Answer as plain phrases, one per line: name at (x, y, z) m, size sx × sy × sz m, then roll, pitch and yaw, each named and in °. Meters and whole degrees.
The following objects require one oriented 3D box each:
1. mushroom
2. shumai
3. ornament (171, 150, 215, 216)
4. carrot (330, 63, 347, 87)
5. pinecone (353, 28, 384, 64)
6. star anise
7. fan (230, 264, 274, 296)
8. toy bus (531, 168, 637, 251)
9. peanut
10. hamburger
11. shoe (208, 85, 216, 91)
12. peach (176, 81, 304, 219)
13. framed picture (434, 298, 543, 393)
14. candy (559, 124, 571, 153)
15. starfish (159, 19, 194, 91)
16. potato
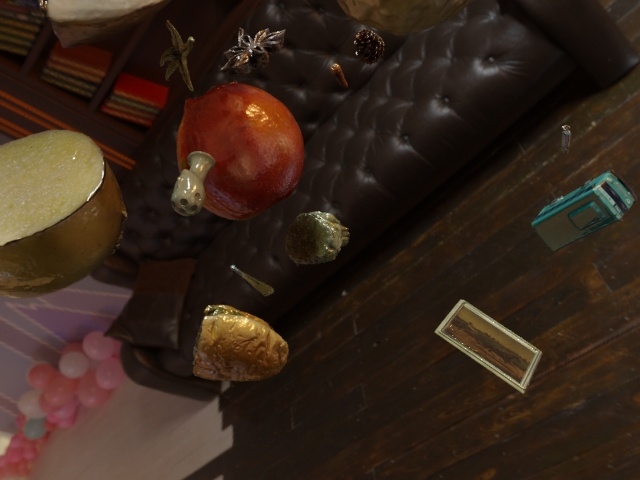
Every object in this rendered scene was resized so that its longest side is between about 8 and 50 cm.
mushroom at (-0.593, -0.696, 1.649) m, size 0.313 × 0.397 × 0.224 m, roll 160°, pitch 95°, yaw -75°
shumai at (-0.005, 0.002, 1.693) m, size 0.184 × 0.142 × 0.184 m, roll -11°, pitch 70°, yaw 33°
ornament at (-0.288, -0.125, 1.260) m, size 0.074 × 0.081 × 0.156 m, roll -11°, pitch 48°, yaw 27°
carrot at (0.071, -0.593, 2.061) m, size 0.037 × 0.190 × 0.037 m, roll -2°, pitch 81°, yaw 14°
pinecone at (0.153, -0.622, 1.793) m, size 0.102 × 0.109 × 0.102 m, roll -13°, pitch 50°, yaw 16°
star anise at (-0.203, -0.568, 1.697) m, size 0.230 × 0.081 × 0.262 m, roll -37°, pitch 38°, yaw 2°
fan at (-0.214, 0.119, 1.711) m, size 0.038 × 0.016 × 0.193 m, roll -31°, pitch 42°, yaw -34°
toy bus at (0.475, -0.051, 1.025) m, size 0.092 × 0.079 × 0.160 m, roll -39°, pitch -1°, yaw -36°
peanut at (0.111, -0.325, 0.669) m, size 0.152 × 0.152 × 0.313 m, roll -35°, pitch 10°, yaw 38°
hamburger at (-0.163, 0.228, 1.197) m, size 0.155 × 0.207 × 0.135 m, roll 119°, pitch 168°, yaw -50°
shoe at (-0.306, -0.395, 1.677) m, size 0.049 × 0.071 × 0.179 m, roll -5°, pitch 45°, yaw 9°
peach at (-0.221, -0.246, 1.535) m, size 0.373 × 0.372 × 0.290 m, roll -57°, pitch 4°, yaw 9°
framed picture at (0.432, 0.258, 1.434) m, size 0.252 × 0.197 × 0.014 m, roll 34°, pitch 125°, yaw 18°
candy at (0.651, -0.269, 1.501) m, size 0.020 × 0.083 × 0.030 m, roll -34°, pitch 39°, yaw -24°
starfish at (-0.421, -0.546, 1.685) m, size 0.223 × 0.050 × 0.217 m, roll -18°, pitch 86°, yaw 54°
potato at (-0.725, -0.037, 1.468) m, size 0.442 × 0.319 × 0.385 m, roll -32°, pitch 52°, yaw -23°
